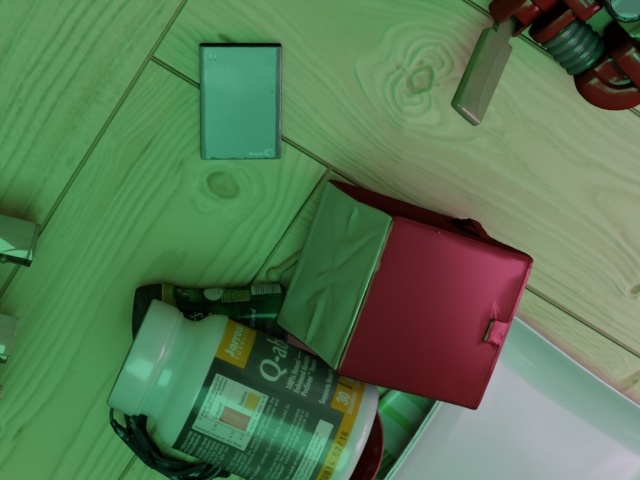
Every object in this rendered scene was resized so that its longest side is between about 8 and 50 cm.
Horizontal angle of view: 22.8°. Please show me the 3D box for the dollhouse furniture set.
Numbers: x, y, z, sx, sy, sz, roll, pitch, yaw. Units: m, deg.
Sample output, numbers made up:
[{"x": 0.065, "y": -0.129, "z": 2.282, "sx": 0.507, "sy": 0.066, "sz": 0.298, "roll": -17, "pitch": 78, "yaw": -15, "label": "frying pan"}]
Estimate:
[{"x": -0.425, "y": 0.084, "z": 1.798, "sx": 0.161, "sy": 0.212, "sz": 0.242, "roll": 14, "pitch": 81, "yaw": -11, "label": "dollhouse furniture set"}]

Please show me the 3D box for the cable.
[{"x": -0.161, "y": 0.227, "z": 1.943, "sx": 0.150, "sy": 0.047, "sz": 0.184, "roll": -34, "pitch": 122, "yaw": 5, "label": "cable"}]

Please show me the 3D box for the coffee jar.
[{"x": -0.132, "y": 0.100, "z": 1.890, "sx": 0.184, "sy": 0.079, "sz": 0.096, "roll": 0, "pitch": 113, "yaw": -4, "label": "coffee jar"}]

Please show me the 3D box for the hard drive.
[{"x": -0.092, "y": -0.160, "z": 1.831, "sx": 0.094, "sy": 0.022, "sz": 0.135, "roll": -1, "pitch": 110, "yaw": -4, "label": "hard drive"}]

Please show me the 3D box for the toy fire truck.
[{"x": 0.275, "y": -0.217, "z": 1.786, "sx": 0.246, "sy": 0.158, "sz": 0.217, "roll": -38, "pitch": 109, "yaw": 21, "label": "toy fire truck"}]

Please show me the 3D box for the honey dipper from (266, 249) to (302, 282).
[{"x": 0.000, "y": 0.000, "z": 1.892, "sx": 0.160, "sy": 0.030, "sz": 0.030, "roll": -36, "pitch": 108, "yaw": 10, "label": "honey dipper"}]

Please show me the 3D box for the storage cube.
[{"x": 0.091, "y": 0.062, "z": 1.802, "sx": 0.193, "sy": 0.183, "sz": 0.215, "roll": 17, "pitch": 98, "yaw": -27, "label": "storage cube"}]

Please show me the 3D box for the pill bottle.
[{"x": -0.088, "y": 0.180, "z": 1.789, "sx": 0.278, "sy": 0.162, "sz": 0.162, "roll": 24, "pitch": 106, "yaw": -6, "label": "pill bottle"}]

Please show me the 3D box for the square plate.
[{"x": 0.251, "y": 0.310, "z": 1.969, "sx": 0.347, "sy": 0.049, "sz": 0.344, "roll": 35, "pitch": 85, "yaw": -16, "label": "square plate"}]

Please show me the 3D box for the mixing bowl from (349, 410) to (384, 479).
[{"x": -0.017, "y": 0.248, "z": 1.925, "sx": 0.181, "sy": 0.098, "sz": 0.181, "roll": 1, "pitch": 73, "yaw": -4, "label": "mixing bowl"}]

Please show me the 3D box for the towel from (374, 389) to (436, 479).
[{"x": 0.100, "y": 0.339, "z": 2.016, "sx": 0.325, "sy": 0.038, "sz": 0.248, "roll": -44, "pitch": 106, "yaw": 11, "label": "towel"}]
